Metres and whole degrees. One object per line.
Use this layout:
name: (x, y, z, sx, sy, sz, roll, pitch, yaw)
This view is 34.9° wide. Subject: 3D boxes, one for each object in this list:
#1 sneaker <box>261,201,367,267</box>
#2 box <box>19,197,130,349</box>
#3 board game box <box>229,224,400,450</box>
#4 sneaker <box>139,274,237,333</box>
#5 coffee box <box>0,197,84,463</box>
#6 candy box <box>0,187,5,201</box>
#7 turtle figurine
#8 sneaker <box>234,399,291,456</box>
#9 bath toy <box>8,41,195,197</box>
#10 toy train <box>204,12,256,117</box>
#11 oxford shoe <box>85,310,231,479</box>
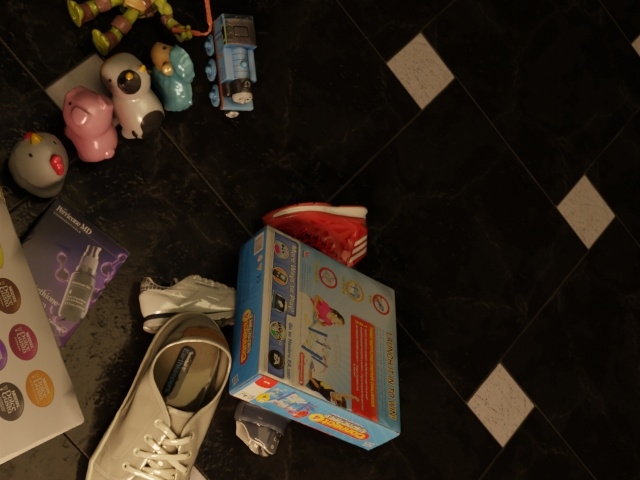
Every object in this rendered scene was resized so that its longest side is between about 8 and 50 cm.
sneaker: (0.000, 0.000, 1.893, 0.221, 0.087, 0.128, -3, 79, -27)
box: (-0.433, 0.061, 1.636, 0.153, 0.108, 0.207, 38, 65, -15)
board game box: (-0.004, 0.169, 1.767, 0.302, 0.086, 0.308, 28, 44, -29)
sneaker: (-0.198, 0.103, 1.769, 0.235, 0.090, 0.095, -1, 70, -29)
coffee box: (-0.586, 0.169, 1.340, 0.334, 0.338, 0.338, -19, 89, -61)
candy box: (-0.589, -0.032, 1.573, 0.186, 0.109, 0.053, -17, 88, -30)
turtle figurine: (-0.337, -0.439, 1.806, 0.217, 0.087, 0.269, -38, 101, -22)
sneaker: (-0.048, 0.312, 1.800, 0.226, 0.086, 0.163, 23, 71, -24)
bath toy: (-0.367, -0.205, 1.708, 0.348, 0.129, 0.151, -40, 109, -27)
toy train: (-0.161, -0.321, 1.863, 0.080, 0.105, 0.184, -2, 80, -28)
oxford shoe: (-0.261, 0.330, 1.630, 0.169, 0.130, 0.449, 23, 84, -23)
